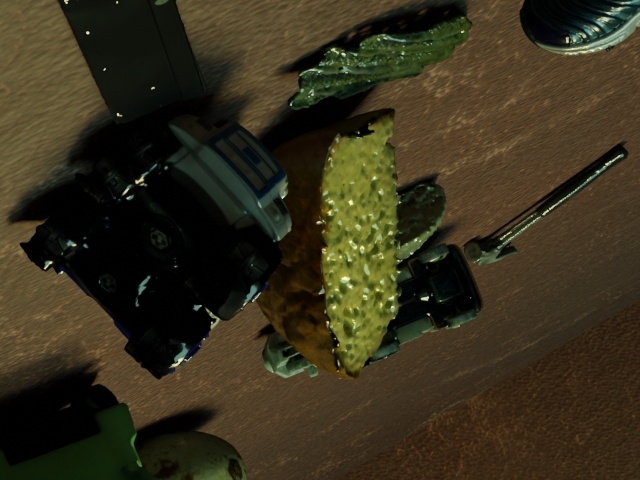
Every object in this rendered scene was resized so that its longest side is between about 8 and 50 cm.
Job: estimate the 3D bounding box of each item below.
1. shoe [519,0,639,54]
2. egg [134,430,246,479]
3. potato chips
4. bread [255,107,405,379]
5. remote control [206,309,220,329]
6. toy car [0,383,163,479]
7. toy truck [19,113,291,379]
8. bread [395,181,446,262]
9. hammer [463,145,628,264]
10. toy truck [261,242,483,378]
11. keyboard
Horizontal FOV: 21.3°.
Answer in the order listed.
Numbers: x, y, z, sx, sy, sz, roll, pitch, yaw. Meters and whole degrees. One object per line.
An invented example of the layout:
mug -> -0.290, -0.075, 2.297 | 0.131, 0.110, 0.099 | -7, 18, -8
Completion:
shoe -> 0.251, -0.236, 1.426 | 0.207, 0.091, 0.106 | -33, 144, 24
egg -> -0.185, 0.333, 2.250 | 0.169, 0.169, 0.231 | -42, 170, 36
potato chips -> 0.057, -0.154, 1.404 | 0.207, 0.028, 0.092 | -17, 159, -46
bread -> -0.008, -0.007, 1.535 | 0.129, 0.134, 0.260 | -37, 136, -47
remote control -> -0.120, 0.041, 1.672 | 0.073, 0.044, 0.229 | -16, 152, -26
toy car -> -0.310, 0.286, 1.837 | 0.213, 0.176, 0.358 | -19, 162, -35
toy truck -> -0.110, -0.010, 1.357 | 0.213, 0.161, 0.177 | -42, -179, 36
bread -> 0.038, 0.016, 1.851 | 0.232, 0.064, 0.172 | -36, 166, 14
hammer -> 0.302, -0.046, 2.234 | 0.246, 0.029, 0.103 | -37, 164, 17
toy truck -> 0.059, 0.095, 2.082 | 0.257, 0.108, 0.140 | -22, 176, -25
keyboard -> -0.124, -0.134, 1.129 | 0.072, 0.023, 0.231 | -23, 164, -3
